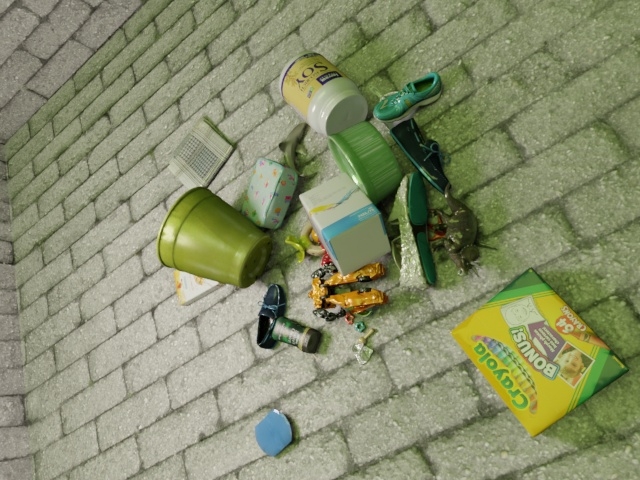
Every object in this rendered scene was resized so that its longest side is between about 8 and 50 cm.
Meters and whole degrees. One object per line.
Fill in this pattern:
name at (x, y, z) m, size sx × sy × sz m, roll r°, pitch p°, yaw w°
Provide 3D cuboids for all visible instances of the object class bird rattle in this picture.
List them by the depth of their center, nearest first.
bird rattle at (0.000, 0.000, 1.887) m, size 0.253 × 0.143 × 0.207 m, roll 7°, pitch 64°, yaw 29°

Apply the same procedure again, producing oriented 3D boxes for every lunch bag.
lunch bag at (-0.215, -0.201, 2.050) m, size 0.224 × 0.108 × 0.279 m, roll 30°, pitch 102°, yaw 49°

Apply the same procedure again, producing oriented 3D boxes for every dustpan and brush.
dustpan and brush at (0.261, -0.531, 1.907) m, size 0.147 × 0.060 × 0.211 m, roll -46°, pitch 59°, yaw 12°

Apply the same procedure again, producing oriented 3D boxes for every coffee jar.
coffee jar at (-0.088, 0.358, 1.864) m, size 0.184 × 0.079 × 0.096 m, roll 15°, pitch 85°, yaw 33°

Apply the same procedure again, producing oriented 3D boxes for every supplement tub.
supplement tub at (0.010, -0.572, 1.962) m, size 0.241 × 0.241 × 0.331 m, roll -48°, pitch 58°, yaw 12°

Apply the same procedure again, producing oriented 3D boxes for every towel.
towel at (-0.591, -0.412, 2.395) m, size 0.312 × 0.056 × 0.324 m, roll -51°, pitch 57°, yaw 9°

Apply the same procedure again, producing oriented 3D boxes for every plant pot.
plant pot at (-0.399, 0.016, 1.997) m, size 0.353 × 0.366 × 0.366 m, roll 25°, pitch 90°, yaw 16°

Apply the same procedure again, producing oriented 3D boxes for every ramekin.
ramekin at (0.162, -0.273, 1.756) m, size 0.148 × 0.303 × 0.303 m, roll -31°, pitch 61°, yaw -2°

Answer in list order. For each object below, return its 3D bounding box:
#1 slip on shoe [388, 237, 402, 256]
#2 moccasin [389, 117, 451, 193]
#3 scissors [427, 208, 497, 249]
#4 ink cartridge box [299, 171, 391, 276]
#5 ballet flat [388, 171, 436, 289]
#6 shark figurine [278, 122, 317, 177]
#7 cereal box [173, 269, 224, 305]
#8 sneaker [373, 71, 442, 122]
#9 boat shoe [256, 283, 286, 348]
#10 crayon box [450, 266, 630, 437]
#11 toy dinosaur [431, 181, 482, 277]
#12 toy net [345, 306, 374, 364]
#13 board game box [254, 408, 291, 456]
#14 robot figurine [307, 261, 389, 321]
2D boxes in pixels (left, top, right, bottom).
slip on shoe at (0.248, 0.007, 1.772) m, size 0.135 × 0.051 × 0.041 m, roll 36°, pitch 102°, yaw 30°
moccasin at (0.366, -0.316, 1.742) m, size 0.117 × 0.138 × 0.342 m, roll -37°, pitch 62°, yaw 12°
scissors at (0.447, -0.006, 1.679) m, size 0.297 × 0.021 × 0.109 m, roll 37°, pitch 96°, yaw 31°
ink cartridge box at (0.083, -0.061, 1.717) m, size 0.197 × 0.198 × 0.270 m, roll -28°, pitch 45°, yaw -5°
ballet flat at (0.294, -0.031, 1.680) m, size 0.147 × 0.147 × 0.409 m, roll -10°, pitch 81°, yaw 29°
shark figurine at (-0.128, -0.359, 2.067) m, size 0.166 × 0.116 × 0.278 m, roll -21°, pitch 65°, yaw 26°
cereal box at (-0.547, 0.168, 2.212) m, size 0.240 × 0.047 × 0.173 m, roll -30°, pitch 63°, yaw 21°
sneaker at (0.314, -0.532, 1.809) m, size 0.275 × 0.110 × 0.107 m, roll -29°, pitch 70°, yaw 4°
boat shoe at (-0.195, 0.295, 1.939) m, size 0.109 × 0.089 × 0.258 m, roll -6°, pitch 73°, yaw 30°
crayon box at (0.619, 0.317, 1.430) m, size 0.313 × 0.106 × 0.363 m, roll -44°, pitch 59°, yaw 14°
toy dinosaur at (0.449, -0.029, 1.621) m, size 0.160 × 0.121 × 0.313 m, roll 0°, pitch 78°, yaw 19°
toy net at (0.133, 0.321, 1.760) m, size 0.122 × 0.045 × 0.232 m, roll -2°, pitch 76°, yaw 30°
board game box at (-0.168, 0.716, 1.843) m, size 0.168 × 0.033 × 0.133 m, roll -48°, pitch 63°, yaw 17°
robot figurine at (0.090, 0.176, 1.749) m, size 0.291 × 0.085 × 0.211 m, roll -13°, pitch 70°, yaw 28°
